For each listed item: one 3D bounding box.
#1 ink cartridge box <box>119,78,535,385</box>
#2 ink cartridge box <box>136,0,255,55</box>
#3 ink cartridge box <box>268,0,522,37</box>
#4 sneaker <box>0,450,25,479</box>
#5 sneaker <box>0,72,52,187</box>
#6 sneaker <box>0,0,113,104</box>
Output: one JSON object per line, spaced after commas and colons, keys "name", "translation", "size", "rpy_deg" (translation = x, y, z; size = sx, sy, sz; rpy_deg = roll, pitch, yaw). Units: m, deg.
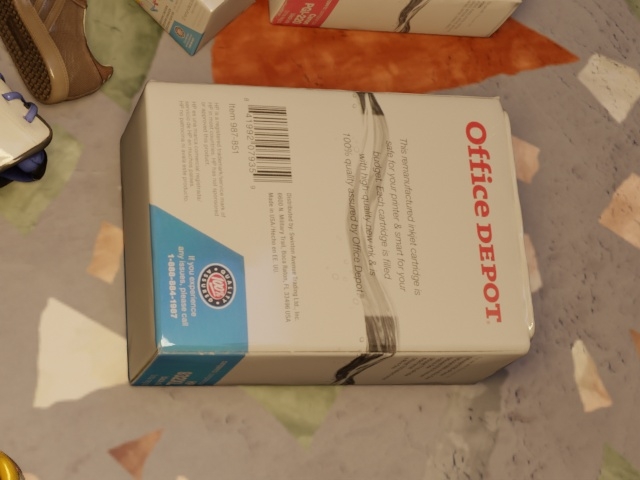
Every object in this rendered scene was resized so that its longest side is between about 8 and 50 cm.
{"name": "ink cartridge box", "translation": [0.000, 0.000, 1.328], "size": [0.308, 0.129, 0.223], "rpy_deg": [1, 71, -17]}
{"name": "ink cartridge box", "translation": [-0.124, -0.251, 1.396], "size": [0.143, 0.092, 0.090], "rpy_deg": [44, 66, 2]}
{"name": "ink cartridge box", "translation": [0.063, -0.275, 1.464], "size": [0.218, 0.092, 0.158], "rpy_deg": [1, 72, -15]}
{"name": "sneaker", "translation": [-0.323, 0.153, 1.193], "size": [0.225, 0.093, 0.088], "rpy_deg": [14, 69, -11]}
{"name": "sneaker", "translation": [-0.296, -0.126, 1.292], "size": [0.182, 0.127, 0.315], "rpy_deg": [15, 75, -16]}
{"name": "sneaker", "translation": [-0.239, -0.203, 1.369], "size": [0.071, 0.066, 0.188], "rpy_deg": [-18, 83, -39]}
